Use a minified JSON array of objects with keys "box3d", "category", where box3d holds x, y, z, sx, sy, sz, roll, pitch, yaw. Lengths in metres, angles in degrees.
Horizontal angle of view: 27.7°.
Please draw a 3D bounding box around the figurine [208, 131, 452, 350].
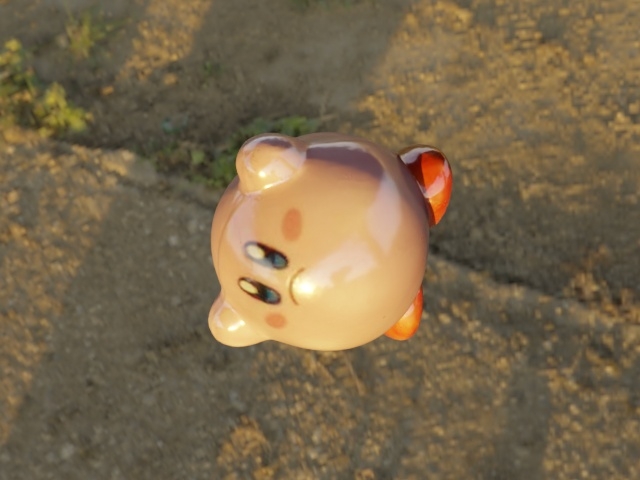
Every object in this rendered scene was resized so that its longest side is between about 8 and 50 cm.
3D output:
[{"box3d":[0.000,0.000,0.978,0.173,0.173,0.173,-7,47,8],"category":"figurine"}]
